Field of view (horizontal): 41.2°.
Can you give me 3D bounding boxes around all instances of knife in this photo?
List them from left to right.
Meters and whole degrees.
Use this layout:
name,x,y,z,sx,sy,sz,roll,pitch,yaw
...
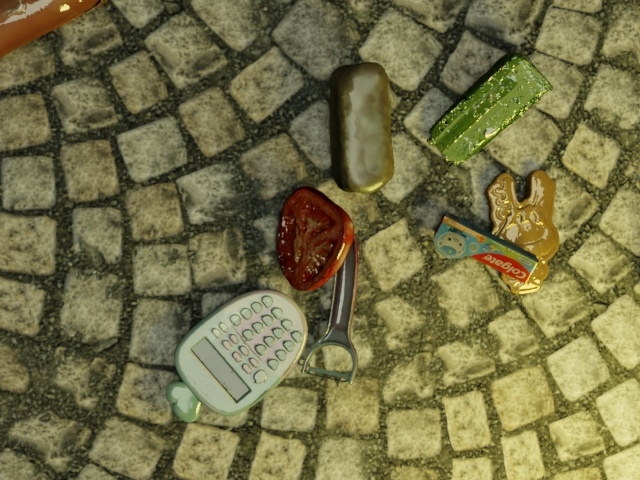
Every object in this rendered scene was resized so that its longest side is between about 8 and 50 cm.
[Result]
name,x,y,z,sx,sy,sz,roll,pitch,yaw
knife,0.030,0.119,1.586,0.123,0.053,0.278,8,89,23

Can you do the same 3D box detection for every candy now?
name,x,y,z,sx,sy,sz,roll,pitch,yaw
candy,0.073,-0.203,1.540,0.102,0.104,0.234,-5,95,-12

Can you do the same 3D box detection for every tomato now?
name,x,y,z,sx,sy,sz,roll,pitch,yaw
tomato,-0.007,0.002,1.547,0.082,0.166,0.174,6,117,-50

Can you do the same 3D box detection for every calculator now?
name,x,y,z,sx,sy,sz,roll,pitch,yaw
calculator,-0.158,0.214,1.570,0.299,0.041,0.185,-41,98,-3

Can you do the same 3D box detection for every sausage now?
name,x,y,z,sx,sy,sz,roll,pitch,yaw
sausage,-0.534,-0.367,1.453,0.419,0.094,0.094,-31,119,-5

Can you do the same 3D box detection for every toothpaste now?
name,x,y,z,sx,sy,sz,roll,pitch,yaw
toothpaste,0.305,0.021,1.597,0.193,0.044,0.070,27,108,2

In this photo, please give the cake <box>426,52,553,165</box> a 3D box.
name,x,y,z,sx,sy,sz,roll,pitch,yaw
cake,0.312,-0.249,1.604,0.235,0.099,0.100,-42,100,18

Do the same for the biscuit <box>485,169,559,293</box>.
name,x,y,z,sx,sy,sz,roll,pitch,yaw
biscuit,0.387,-0.015,1.632,0.144,0.040,0.236,-4,92,-2
